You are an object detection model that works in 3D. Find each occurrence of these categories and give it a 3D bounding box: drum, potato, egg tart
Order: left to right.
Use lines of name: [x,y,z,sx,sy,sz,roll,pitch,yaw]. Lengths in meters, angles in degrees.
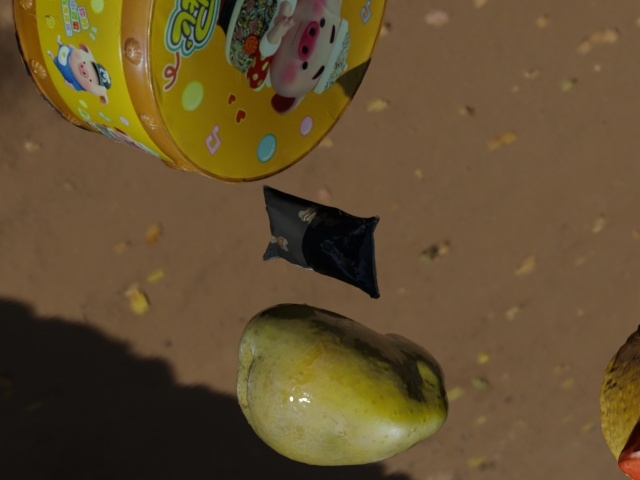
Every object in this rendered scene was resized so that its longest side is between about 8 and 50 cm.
drum: [-0.121,-0.288,1.526,0.431,0.214,0.431,-32,134,-41]
potato: [0.021,0.134,1.248,0.194,0.157,0.157,6,134,-13]
egg tart: [0.383,0.153,1.339,0.202,0.202,0.147,-26,162,-5]

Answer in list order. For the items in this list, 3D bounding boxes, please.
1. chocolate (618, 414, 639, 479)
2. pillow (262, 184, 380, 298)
chocolate: [0.312,0.055,0.730,0.235,0.237,0.108,-21,114,45]
pillow: [0.000,-0.001,1.404,0.048,0.150,0.090,-48,139,-32]
